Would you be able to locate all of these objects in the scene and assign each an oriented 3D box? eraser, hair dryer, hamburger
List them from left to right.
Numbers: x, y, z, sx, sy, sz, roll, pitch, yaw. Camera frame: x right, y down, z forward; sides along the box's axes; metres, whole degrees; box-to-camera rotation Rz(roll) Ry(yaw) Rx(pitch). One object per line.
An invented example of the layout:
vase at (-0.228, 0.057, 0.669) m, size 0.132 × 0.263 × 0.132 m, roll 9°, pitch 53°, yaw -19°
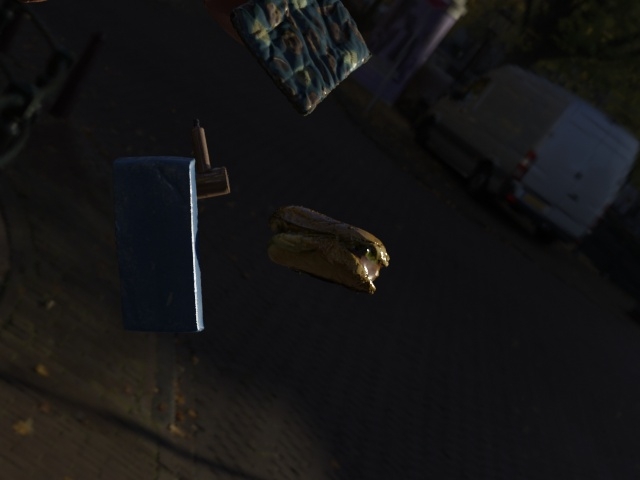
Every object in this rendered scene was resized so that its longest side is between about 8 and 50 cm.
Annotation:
eraser at (-0.283, 0.009, 1.769) m, size 0.144 × 0.312 × 0.042 m, roll 1°, pitch 13°, yaw 9°
hair dryer at (-0.275, -0.187, 2.307) m, size 0.064 × 0.117 × 0.182 m, roll 134°, pitch -53°, yaw -88°
hamburger at (0.000, 0.000, 1.970) m, size 0.262 × 0.124 × 0.131 m, roll 16°, pitch -25°, yaw 25°

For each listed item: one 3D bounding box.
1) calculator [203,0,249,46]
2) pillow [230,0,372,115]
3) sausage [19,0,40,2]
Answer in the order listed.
calculator at (-0.114, -0.491, 2.055) m, size 0.329 × 0.220 × 0.048 m, roll 37°, pitch 26°, yaw 31°
pillow at (-0.023, -0.313, 1.545) m, size 0.189 × 0.034 × 0.255 m, roll 56°, pitch 42°, yaw -13°
sausage at (-0.542, -0.527, 2.083) m, size 0.040 × 0.176 × 0.047 m, roll -105°, pitch 175°, yaw -80°
